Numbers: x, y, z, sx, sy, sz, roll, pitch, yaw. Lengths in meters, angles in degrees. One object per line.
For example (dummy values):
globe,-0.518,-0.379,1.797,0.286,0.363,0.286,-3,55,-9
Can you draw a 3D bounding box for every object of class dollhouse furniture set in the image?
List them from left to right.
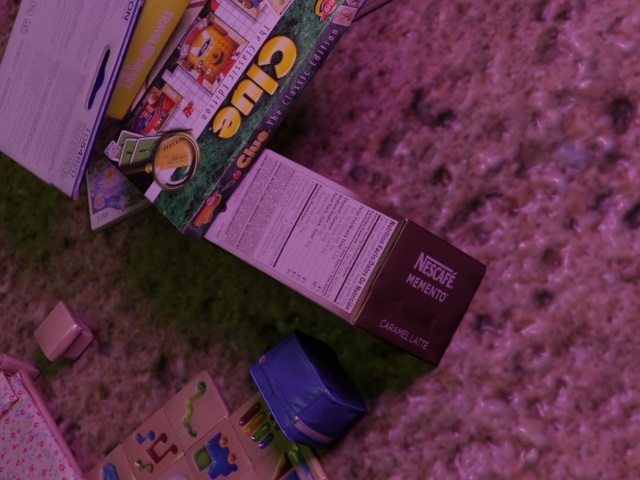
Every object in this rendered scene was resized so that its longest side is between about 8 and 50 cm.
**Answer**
dollhouse furniture set,-0.330,0.256,1.452,0.355,0.174,0.303,-50,47,10

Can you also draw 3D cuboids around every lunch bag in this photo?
lunch bag,-0.016,0.129,1.360,0.065,0.067,0.098,-43,53,14

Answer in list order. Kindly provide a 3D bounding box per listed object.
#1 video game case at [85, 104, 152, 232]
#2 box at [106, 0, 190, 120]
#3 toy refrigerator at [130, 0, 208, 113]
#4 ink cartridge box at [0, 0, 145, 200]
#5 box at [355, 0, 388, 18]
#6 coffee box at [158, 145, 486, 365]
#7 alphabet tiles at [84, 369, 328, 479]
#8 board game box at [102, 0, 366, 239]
video game case,-0.204,-0.078,1.609,0.087,0.011,0.122,-24,60,26
box,-0.188,-0.201,1.511,0.178,0.042,0.109,-56,38,23
toy refrigerator,-0.114,-0.189,1.534,0.102,0.094,0.269,-7,69,34
ink cartridge box,-0.228,-0.166,1.474,0.224,0.045,0.223,31,104,51
box,0.038,-0.309,1.433,0.232,0.148,0.127,-26,60,25
coffee box,0.000,0.000,1.352,0.246,0.141,0.098,28,90,38
alphabet tiles,-0.128,0.295,1.415,0.342,0.011,0.285,-42,54,16
board game box,-0.074,-0.142,1.344,0.136,0.030,0.260,41,100,35
